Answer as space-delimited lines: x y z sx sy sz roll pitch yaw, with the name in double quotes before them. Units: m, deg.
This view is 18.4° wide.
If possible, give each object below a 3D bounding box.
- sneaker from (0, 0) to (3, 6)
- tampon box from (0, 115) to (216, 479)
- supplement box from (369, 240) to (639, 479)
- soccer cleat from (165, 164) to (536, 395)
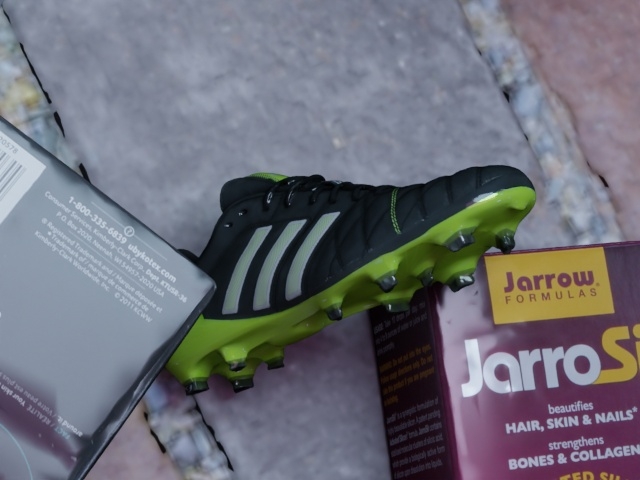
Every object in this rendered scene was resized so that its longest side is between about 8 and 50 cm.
"sneaker" -0.153 -0.129 0.769 0.094 0.091 0.258 32 93 -12
"tampon box" -0.126 0.033 0.699 0.120 0.161 0.101 38 71 -6
"supplement box" 0.089 0.100 0.786 0.104 0.081 0.188 -5 79 -16
"soccer cleat" 0.000 0.000 0.744 0.060 0.179 0.072 4 65 -52
